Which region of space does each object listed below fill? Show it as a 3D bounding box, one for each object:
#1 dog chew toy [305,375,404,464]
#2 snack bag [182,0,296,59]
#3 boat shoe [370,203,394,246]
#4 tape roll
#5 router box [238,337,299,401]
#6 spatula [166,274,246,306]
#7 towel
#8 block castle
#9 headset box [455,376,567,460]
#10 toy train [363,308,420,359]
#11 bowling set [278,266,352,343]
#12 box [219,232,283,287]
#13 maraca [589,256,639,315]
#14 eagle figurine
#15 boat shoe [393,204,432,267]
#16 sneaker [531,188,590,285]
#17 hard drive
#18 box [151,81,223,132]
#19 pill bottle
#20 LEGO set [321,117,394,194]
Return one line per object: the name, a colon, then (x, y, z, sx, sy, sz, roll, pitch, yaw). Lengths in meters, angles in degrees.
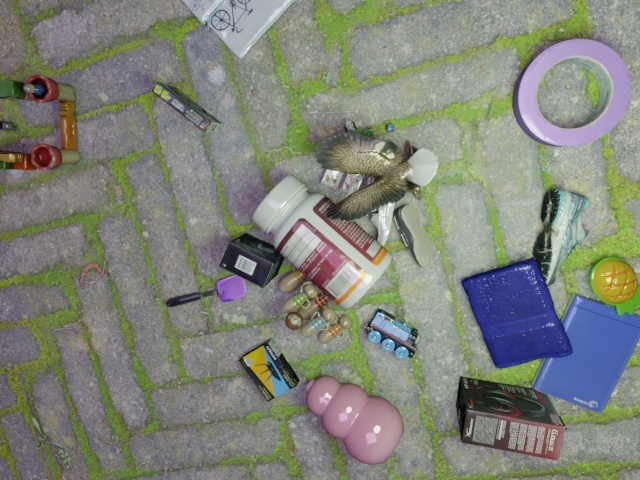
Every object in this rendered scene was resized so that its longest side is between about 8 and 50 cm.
dog chew toy: (0.096, 0.557, 1.541, 0.332, 0.207, 0.206, 32, 105, 12)
snack bag: (-0.252, -0.770, 1.446, 0.323, 0.037, 0.342, -41, 91, 15)
boat shoe: (0.186, -0.073, 1.466, 0.063, 0.066, 0.184, 9, 102, 1)
tape roll: (0.674, -0.394, 1.305, 0.275, 0.090, 0.274, 2, 101, 11)
router box: (-0.175, 0.445, 1.646, 0.133, 0.046, 0.178, -33, 93, 15)
spatula: (-0.397, 0.188, 1.651, 0.297, 0.030, 0.084, -14, 99, 13)
towel: (0.578, 0.218, 1.426, 0.228, 0.076, 0.308, -21, 98, 27)
block castle: (-1.052, -0.387, 1.583, 0.454, 0.213, 0.302, 5, 101, 10)
headset box: (0.565, 0.521, 1.425, 0.293, 0.218, 0.110, 7, 102, 11)
toy train: (0.231, 0.298, 1.524, 0.184, 0.080, 0.105, 30, 98, 5)
bowling set: (-0.016, 0.214, 1.501, 0.154, 0.200, 0.287, -38, 95, 14)
box: (-0.210, 0.059, 1.524, 0.156, 0.158, 0.093, 26, 105, 5)
maraca: (0.843, 0.130, 1.361, 0.127, 0.099, 0.185, -44, 97, 4)
eagle figurine: (0.155, -0.174, 1.340, 0.299, 0.226, 0.225, -3, 123, -24)
boat shoe: (0.282, -0.011, 1.477, 0.065, 0.075, 0.206, -8, 109, 56)
sneaker: (0.694, 0.000, 1.365, 0.122, 0.110, 0.282, 5, 106, -2)
hard drive: (0.798, 0.339, 1.437, 0.210, 0.040, 0.318, 19, 103, 7)
box: (-0.413, -0.413, 1.502, 0.207, 0.114, 0.036, 38, 105, 2)
pill bottle: (0.000, 0.000, 1.439, 0.392, 0.224, 0.224, 42, 105, 2)
LEGO set: (0.130, -0.258, 1.471, 0.183, 0.060, 0.244, 21, 105, -6)
